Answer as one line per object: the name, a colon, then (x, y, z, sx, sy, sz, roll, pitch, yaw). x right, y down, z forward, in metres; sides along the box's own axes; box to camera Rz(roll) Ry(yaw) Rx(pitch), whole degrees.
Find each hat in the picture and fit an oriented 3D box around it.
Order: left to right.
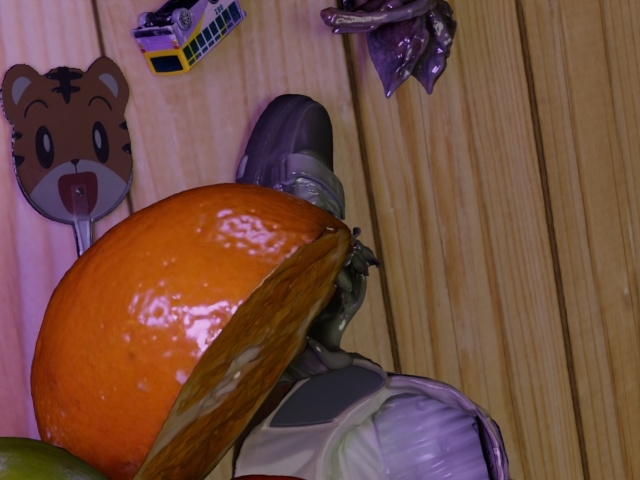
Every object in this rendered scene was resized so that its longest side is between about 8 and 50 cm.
hat: (0.047, 0.234, 1.631, 0.275, 0.161, 0.232, -9, 68, -31)

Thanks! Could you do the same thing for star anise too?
star anise: (0.078, -0.245, 1.755, 0.209, 0.089, 0.231, 54, 35, -26)

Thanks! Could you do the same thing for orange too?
orange: (-0.099, 0.100, 1.343, 0.274, 0.274, 0.310, -40, 131, -47)

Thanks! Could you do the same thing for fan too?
fan: (-0.200, -0.039, 1.429, 0.152, 0.008, 0.227, -10, 95, -54)

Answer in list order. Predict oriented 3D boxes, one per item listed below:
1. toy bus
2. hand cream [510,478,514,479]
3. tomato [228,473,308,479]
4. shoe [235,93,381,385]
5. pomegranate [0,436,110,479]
toy bus: (-0.114, -0.192, 1.523, 0.102, 0.052, 0.058, -49, 127, -41)
hand cream: (0.142, 0.274, 1.838, 0.312, 0.070, 0.111, 27, 67, -41)
tomato: (-0.046, 0.302, 1.339, 0.260, 0.180, 0.260, 8, 55, -12)
shoe: (-0.001, -0.001, 1.580, 0.109, 0.149, 0.293, 30, 65, -47)
pomegranate: (-0.265, 0.235, 1.178, 0.302, 0.236, 0.236, 19, 68, -16)
